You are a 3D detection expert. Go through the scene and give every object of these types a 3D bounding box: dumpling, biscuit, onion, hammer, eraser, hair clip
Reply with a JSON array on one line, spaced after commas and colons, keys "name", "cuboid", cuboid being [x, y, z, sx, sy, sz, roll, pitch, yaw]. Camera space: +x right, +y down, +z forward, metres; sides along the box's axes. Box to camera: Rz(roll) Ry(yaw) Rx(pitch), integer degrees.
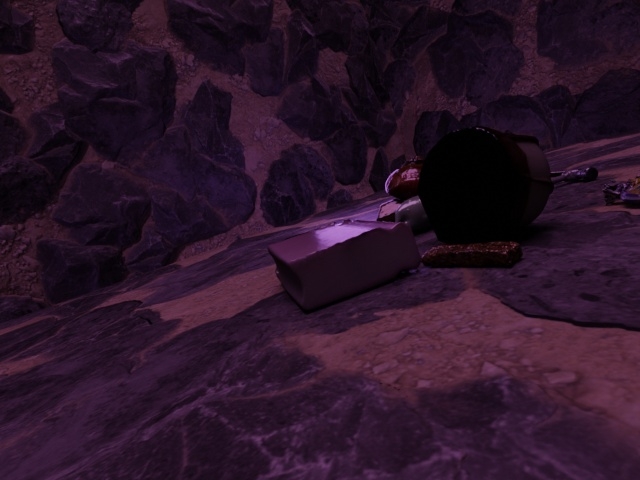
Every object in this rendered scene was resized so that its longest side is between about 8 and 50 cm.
[{"name": "dumpling", "cuboid": [0.309, -0.070, 1.271, 0.217, 0.149, 0.105, -26, 49, -17]}, {"name": "biscuit", "cuboid": [0.291, 0.028, 0.797, 0.064, 0.034, 0.199, -21, 10, -36]}, {"name": "onion", "cuboid": [0.340, -0.212, 1.412, 0.230, 0.163, 0.230, 4, 0, 0]}, {"name": "hammer", "cuboid": [0.651, -0.160, 1.294, 0.427, 0.044, 0.152, -17, 9, -7]}, {"name": "eraser", "cuboid": [0.030, 0.038, 0.972, 0.272, 0.122, 0.359, -21, 8, -14]}, {"name": "hair clip", "cuboid": [0.694, -0.100, 0.851, 0.116, 0.049, 0.172, -34, 22, -19]}]

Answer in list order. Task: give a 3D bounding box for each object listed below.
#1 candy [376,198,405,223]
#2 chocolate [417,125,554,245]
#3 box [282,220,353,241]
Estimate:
[{"name": "candy", "cuboid": [0.271, -0.096, 1.475, 0.143, 0.101, 0.271, -23, 0, 9]}, {"name": "chocolate", "cuboid": [0.391, -0.121, 0.936, 0.186, 0.283, 0.284, -3, 1, -29]}, {"name": "box", "cuboid": [0.000, 0.000, 1.439, 0.289, 0.073, 0.290, -15, 8, 7]}]
